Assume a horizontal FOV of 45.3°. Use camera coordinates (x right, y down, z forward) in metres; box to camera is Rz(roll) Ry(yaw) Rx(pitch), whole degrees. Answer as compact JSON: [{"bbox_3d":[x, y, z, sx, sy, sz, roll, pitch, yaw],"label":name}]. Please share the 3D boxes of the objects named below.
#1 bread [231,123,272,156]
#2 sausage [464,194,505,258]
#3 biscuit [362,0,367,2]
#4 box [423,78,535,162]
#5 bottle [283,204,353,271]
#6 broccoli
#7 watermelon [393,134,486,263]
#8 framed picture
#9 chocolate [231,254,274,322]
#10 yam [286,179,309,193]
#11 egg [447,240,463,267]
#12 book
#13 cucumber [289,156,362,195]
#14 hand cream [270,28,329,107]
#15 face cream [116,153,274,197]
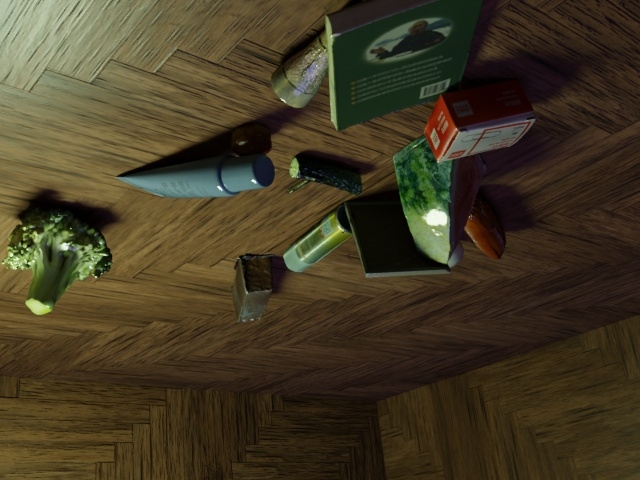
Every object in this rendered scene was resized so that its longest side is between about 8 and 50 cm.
[{"bbox_3d":[-0.142,-0.200,1.586,0.084,0.053,0.085,-5,157,-2],"label":"bread"},{"bbox_3d":[0.435,-0.037,2.059,0.102,0.102,0.330,-15,154,19],"label":"sausage"},{"bbox_3d":[0.126,-0.417,1.167,0.207,0.047,0.164,-23,151,34],"label":"biscuit"},{"bbox_3d":[0.316,-0.235,1.530,0.182,0.099,0.133,-13,159,-17],"label":"box"},{"bbox_3d":[0.000,0.000,2.049,0.082,0.082,0.286,8,153,-30],"label":"bottle"},{"bbox_3d":[-0.621,0.054,1.806,0.246,0.244,0.263,14,146,-13],"label":"broccoli"},{"bbox_3d":[0.282,-0.117,1.749,0.193,0.232,0.310,-11,112,16],"label":"watermelon"},{"bbox_3d":[0.180,-0.012,1.854,0.208,0.281,0.019,-1,129,-9],"label":"framed picture"},{"bbox_3d":[-0.207,0.152,2.309,0.111,0.112,0.321,-3,157,-14],"label":"chocolate"},{"bbox_3d":[-0.041,-0.135,1.813,0.107,0.014,0.014,-27,149,38],"label":"yam"},{"bbox_3d":[0.342,0.029,2.177,0.134,0.103,0.103,4,154,-20],"label":"egg"},{"bbox_3d":[0.138,-0.313,1.325,0.260,0.043,0.371,-18,164,-3],"label":"book"},{"bbox_3d":[0.015,-0.150,1.748,0.187,0.058,0.058,13,150,-34],"label":"cucumber"},{"bbox_3d":[-0.003,-0.322,1.334,0.083,0.084,0.203,11,143,-35],"label":"hand cream"},{"bbox_3d":[-0.263,-0.131,1.642,0.385,0.087,0.135,-3,163,37],"label":"face cream"}]
